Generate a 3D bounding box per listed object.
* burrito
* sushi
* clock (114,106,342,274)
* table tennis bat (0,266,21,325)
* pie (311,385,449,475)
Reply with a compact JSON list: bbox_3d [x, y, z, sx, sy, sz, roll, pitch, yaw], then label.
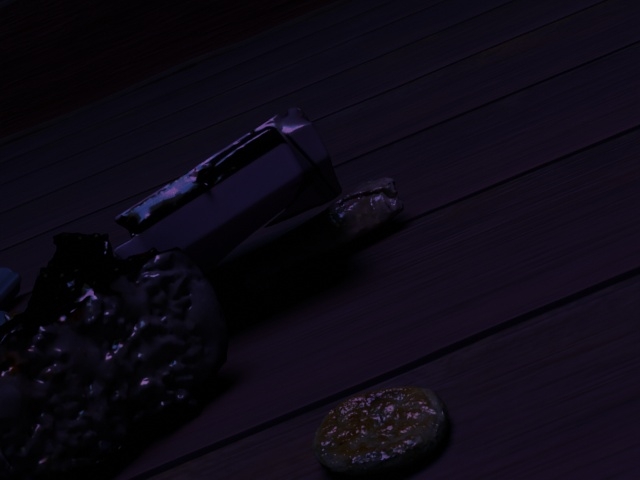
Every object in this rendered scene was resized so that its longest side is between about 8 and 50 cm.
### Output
[{"bbox_3d":[-0.001,-0.002,0.980,0.171,0.042,0.051,-28,28,-13],"label":"burrito"},{"bbox_3d":[-0.176,0.081,0.779,0.212,0.147,0.115,-37,21,-34],"label":"sushi"},{"bbox_3d":[-0.081,-0.025,0.974,0.186,0.083,0.253,-33,2,-3],"label":"clock"},{"bbox_3d":[-0.377,0.097,1.165,0.153,0.040,0.244,-16,22,18],"label":"table tennis bat"},{"bbox_3d":[0.033,0.111,0.638,0.084,0.021,0.084,-17,20,6],"label":"pie"}]
